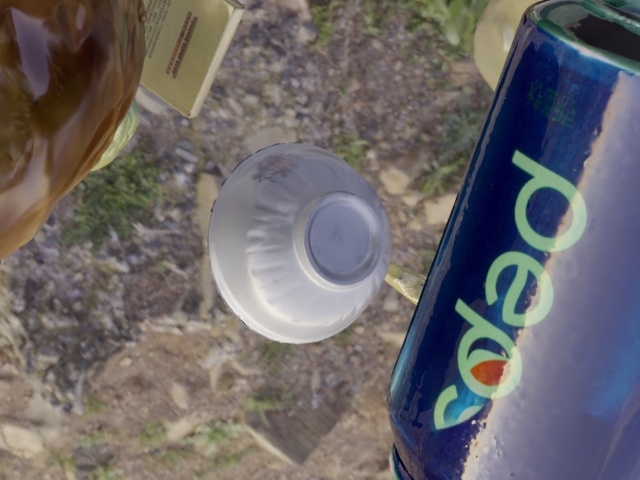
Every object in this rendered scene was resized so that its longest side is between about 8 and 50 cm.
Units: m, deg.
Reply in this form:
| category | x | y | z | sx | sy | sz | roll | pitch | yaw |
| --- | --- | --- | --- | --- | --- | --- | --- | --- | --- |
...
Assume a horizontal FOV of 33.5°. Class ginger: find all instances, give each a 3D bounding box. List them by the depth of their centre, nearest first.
| category | x | y | z | sx | sy | sz | roll | pitch | yaw |
| --- | --- | --- | --- | --- | --- | --- | --- | --- | --- |
| ginger | -0.195 | -0.039 | 0.492 | 0.152 | 0.357 | 0.274 | 34 | 98 | -9 |

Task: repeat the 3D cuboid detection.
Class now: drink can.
| category | x | y | z | sx | sy | sz | roll | pitch | yaw |
| --- | --- | --- | --- | --- | --- | --- | --- | --- | --- |
| drink can | 0.100 | 0.016 | 0.398 | 0.118 | 0.118 | 0.205 | 1 | 117 | -37 |

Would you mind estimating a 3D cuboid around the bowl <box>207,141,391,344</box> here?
| category | x | y | z | sx | sy | sz | roll | pitch | yaw |
| --- | --- | --- | --- | --- | --- | --- | --- | --- | --- |
| bowl | 0.000 | 0.000 | 0.952 | 0.189 | 0.086 | 0.189 | 2 | 86 | -29 |

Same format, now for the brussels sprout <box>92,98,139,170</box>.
| category | x | y | z | sx | sy | sz | roll | pitch | yaw |
| --- | --- | --- | --- | --- | --- | --- | --- | --- | --- |
| brussels sprout | -0.287 | -0.147 | 1.172 | 0.122 | 0.149 | 0.152 | -11 | 103 | -70 |

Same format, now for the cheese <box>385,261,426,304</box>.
| category | x | y | z | sx | sy | sz | roll | pitch | yaw |
| --- | --- | --- | --- | --- | --- | --- | --- | --- | --- |
| cheese | 0.109 | 0.054 | 1.230 | 0.083 | 0.044 | 0.030 | 37 | 87 | -16 |

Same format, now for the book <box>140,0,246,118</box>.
| category | x | y | z | sx | sy | sz | roll | pitch | yaw |
| --- | --- | --- | --- | --- | --- | --- | --- | --- | --- |
| book | -0.213 | -0.278 | 1.305 | 0.026 | 0.231 | 0.161 | -30 | 153 | -56 |

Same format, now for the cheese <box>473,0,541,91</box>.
| category | x | y | z | sx | sy | sz | roll | pitch | yaw |
| --- | --- | --- | --- | --- | --- | --- | --- | --- | --- |
| cheese | 0.191 | -0.049 | 0.539 | 0.093 | 0.159 | 0.263 | -17 | 76 | -31 |
